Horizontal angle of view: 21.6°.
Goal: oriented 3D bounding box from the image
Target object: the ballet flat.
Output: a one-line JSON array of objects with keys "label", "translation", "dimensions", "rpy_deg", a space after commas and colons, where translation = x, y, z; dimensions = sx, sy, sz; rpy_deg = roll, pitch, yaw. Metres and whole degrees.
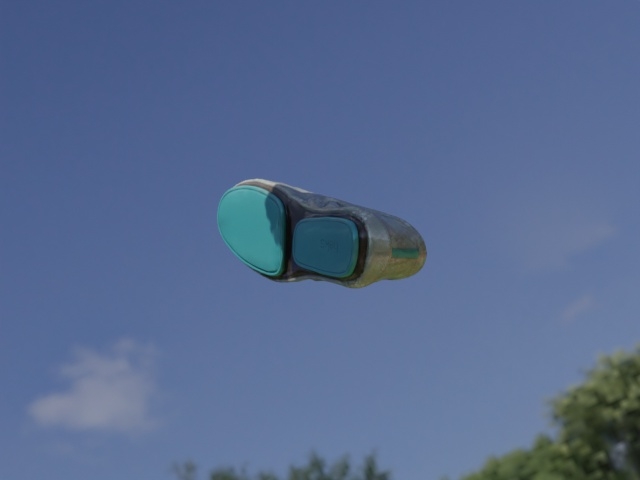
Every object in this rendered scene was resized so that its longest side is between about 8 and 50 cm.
[{"label": "ballet flat", "translation": [0.000, 0.000, 0.948], "dimensions": [0.052, 0.057, 0.168], "rpy_deg": [1, 10, -31]}]
